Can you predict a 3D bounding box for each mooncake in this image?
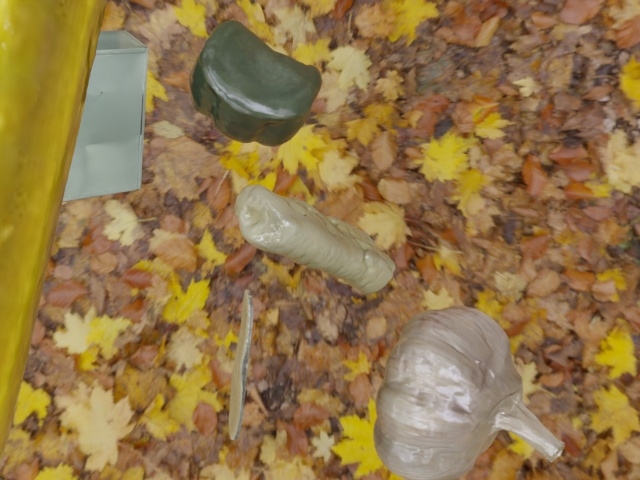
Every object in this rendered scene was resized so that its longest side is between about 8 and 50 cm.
[{"bbox_3d":[-0.089,-0.212,1.128,0.168,0.104,0.175,-25,77,-26],"label":"mooncake"}]

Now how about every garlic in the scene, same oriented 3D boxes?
[{"bbox_3d":[0.183,0.193,0.978,0.212,0.219,0.218,16,98,31],"label":"garlic"}]

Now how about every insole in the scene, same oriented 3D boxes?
[{"bbox_3d":[-0.116,0.183,1.191,0.011,0.081,0.247,2,116,-14],"label":"insole"}]

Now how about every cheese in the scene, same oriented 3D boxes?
[{"bbox_3d":[0.000,0.000,0.687,0.043,0.194,0.065,-44,58,15],"label":"cheese"}]

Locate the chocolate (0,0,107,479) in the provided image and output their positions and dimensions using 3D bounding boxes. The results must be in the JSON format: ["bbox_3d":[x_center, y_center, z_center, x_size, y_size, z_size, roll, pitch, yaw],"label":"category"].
[{"bbox_3d":[-0.166,-0.105,0.395,0.162,0.162,0.445,15,86,-4],"label":"chocolate"}]

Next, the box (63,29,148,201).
[{"bbox_3d":[-0.329,-0.180,1.202,0.130,0.086,0.225,-12,126,-34],"label":"box"}]
